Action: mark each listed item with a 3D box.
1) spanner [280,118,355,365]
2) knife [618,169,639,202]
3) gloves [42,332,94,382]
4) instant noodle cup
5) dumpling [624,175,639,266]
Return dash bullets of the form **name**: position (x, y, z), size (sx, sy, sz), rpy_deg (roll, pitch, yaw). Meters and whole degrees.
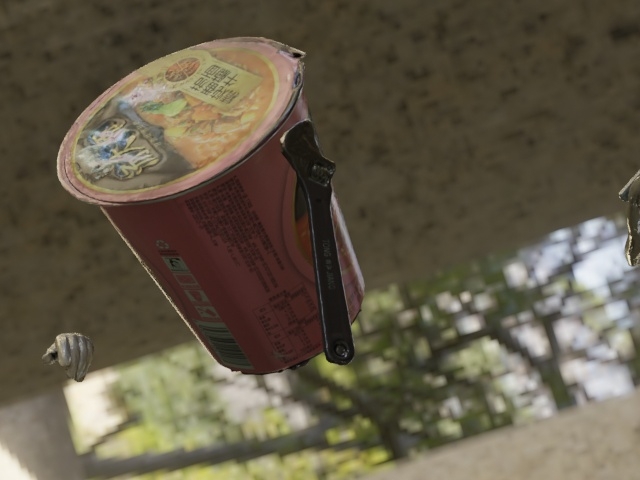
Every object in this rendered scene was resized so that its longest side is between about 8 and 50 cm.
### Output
- **spanner**: position (0.000, 0.000, 1.581), size (0.012, 0.046, 0.209), rpy_deg (144, -58, -59)
- **knife**: position (0.397, -0.103, 1.743), size (0.053, 0.278, 0.123), rpy_deg (55, 2, -30)
- **gloves**: position (-0.212, 0.094, 1.652), size (0.081, 0.044, 0.037), rpy_deg (-116, -159, -65)
- **instant noodle cup**: position (-0.079, -0.021, 1.789), size (0.244, 0.244, 0.255), rpy_deg (-99, 165, -53)
- **dumpling**: position (0.326, -0.029, 1.290), size (0.341, 0.260, 0.181), rpy_deg (-80, 165, -80)
